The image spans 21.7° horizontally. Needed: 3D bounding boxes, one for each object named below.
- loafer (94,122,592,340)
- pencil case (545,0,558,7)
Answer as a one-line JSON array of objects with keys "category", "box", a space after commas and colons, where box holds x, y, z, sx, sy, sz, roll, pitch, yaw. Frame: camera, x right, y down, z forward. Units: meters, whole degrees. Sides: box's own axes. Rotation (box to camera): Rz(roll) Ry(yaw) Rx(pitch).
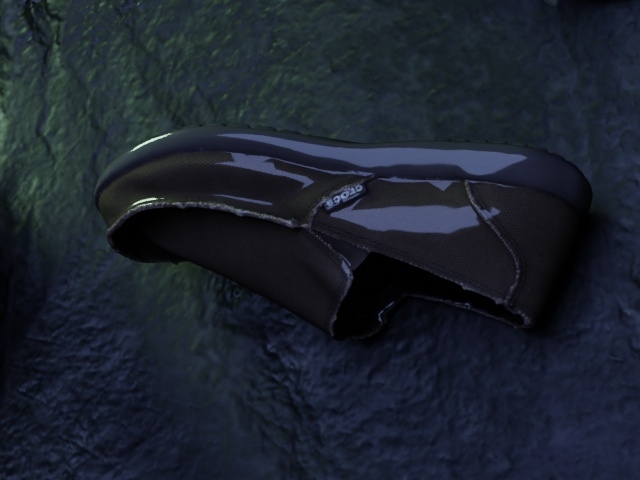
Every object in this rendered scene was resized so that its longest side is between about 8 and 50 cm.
[{"category": "loafer", "box": [0.000, 0.000, 1.163, 0.366, 0.134, 0.130, 1, 71, 24]}, {"category": "pencil case", "box": [0.203, -0.377, 1.201, 0.183, 0.160, 0.410, -22, 61, 41]}]
